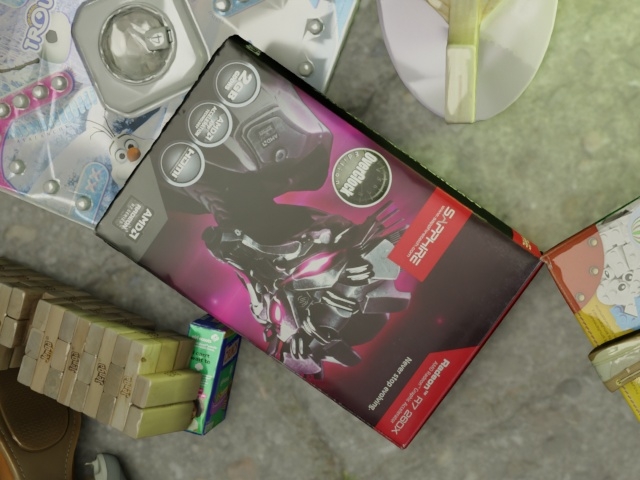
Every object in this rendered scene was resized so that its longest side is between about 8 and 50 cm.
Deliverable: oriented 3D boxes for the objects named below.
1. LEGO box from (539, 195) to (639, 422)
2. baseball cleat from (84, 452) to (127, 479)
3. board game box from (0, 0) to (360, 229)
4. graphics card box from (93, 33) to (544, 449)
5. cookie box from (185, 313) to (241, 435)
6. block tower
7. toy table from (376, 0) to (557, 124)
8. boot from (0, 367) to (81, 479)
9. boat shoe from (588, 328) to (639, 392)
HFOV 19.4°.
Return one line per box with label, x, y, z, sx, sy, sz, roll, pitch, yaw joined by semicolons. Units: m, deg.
LEGO box;0.488;0.126;1.659;0.372;0.193;0.500;-33;86;13
baseball cleat;-0.175;0.313;1.902;0.109;0.072;0.206;-8;80;-17
board game box;-0.184;-0.196;1.866;0.390;0.050;0.390;22;99;10
graphics card box;0.000;0.000;1.781;0.371;0.094;0.233;36;99;-2
cookie box;-0.112;0.131;1.853;0.040;0.092;0.107;13;97;9
block tower;-0.274;0.091;1.843;0.335;0.097;0.091;21;100;28
toy table;0.134;-0.238;1.712;0.252;0.161;0.274;-10;100;9
boot;-0.308;0.275;1.914;0.283;0.109;0.220;54;132;24
boat shoe;0.296;0.091;1.579;0.135;0.050;0.045;-22;92;24
